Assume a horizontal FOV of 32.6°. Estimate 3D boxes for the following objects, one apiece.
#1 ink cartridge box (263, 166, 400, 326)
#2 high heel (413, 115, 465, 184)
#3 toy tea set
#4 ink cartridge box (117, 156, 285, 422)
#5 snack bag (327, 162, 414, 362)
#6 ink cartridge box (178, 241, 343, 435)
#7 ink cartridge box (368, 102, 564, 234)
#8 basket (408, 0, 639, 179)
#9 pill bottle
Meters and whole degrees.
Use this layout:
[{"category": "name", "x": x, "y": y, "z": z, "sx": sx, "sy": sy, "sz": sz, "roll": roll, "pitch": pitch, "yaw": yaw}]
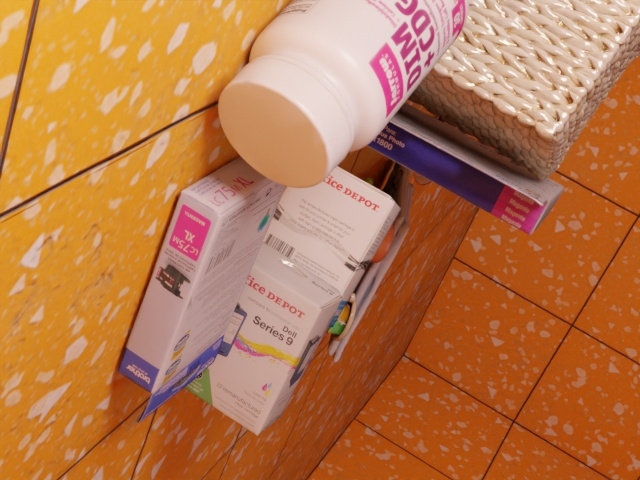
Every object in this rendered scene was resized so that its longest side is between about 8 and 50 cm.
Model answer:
[{"category": "ink cartridge box", "x": 0.000, "y": 0.000, "z": 1.544, "sx": 0.203, "sy": 0.148, "sz": 0.086, "roll": -59, "pitch": 166, "yaw": 1}, {"category": "high heel", "x": 0.266, "y": -0.226, "z": 2.292, "sx": 0.117, "sy": 0.082, "sz": 0.244, "roll": -2, "pitch": 114, "yaw": -79}, {"category": "toy tea set", "x": 0.006, "y": 0.050, "z": 1.877, "sx": 0.200, "sy": 0.124, "sz": 0.336, "roll": -119, "pitch": -129, "yaw": -69}, {"category": "ink cartridge box", "x": -0.143, "y": 0.053, "z": 1.297, "sx": 0.186, "sy": 0.065, "sz": 0.311, "roll": -40, "pitch": 155, "yaw": -58}, {"category": "snack bag", "x": 0.101, "y": 0.014, "z": 2.033, "sx": 0.342, "sy": 0.037, "sz": 0.323, "roll": -76, "pitch": -170, "yaw": -62}, {"category": "ink cartridge box", "x": -0.088, "y": 0.128, "z": 1.478, "sx": 0.212, "sy": 0.154, "sz": 0.093, "roll": -62, "pitch": 166, "yaw": 18}, {"category": "ink cartridge box", "x": 0.186, "y": -0.117, "z": 1.599, "sx": 0.071, "sy": 0.324, "sz": 0.330, "roll": -63, "pitch": 167, "yaw": 15}, {"category": "basket", "x": 0.259, "y": -0.288, "z": 1.496, "sx": 0.266, "sy": 0.328, "sz": 0.331, "roll": -57, "pitch": 169, "yaw": -1}, {"category": "pill bottle", "x": 0.026, "y": -0.194, "z": 1.153, "sx": 0.283, "sy": 0.160, "sz": 0.160, "roll": -52, "pitch": 166, "yaw": -32}]
